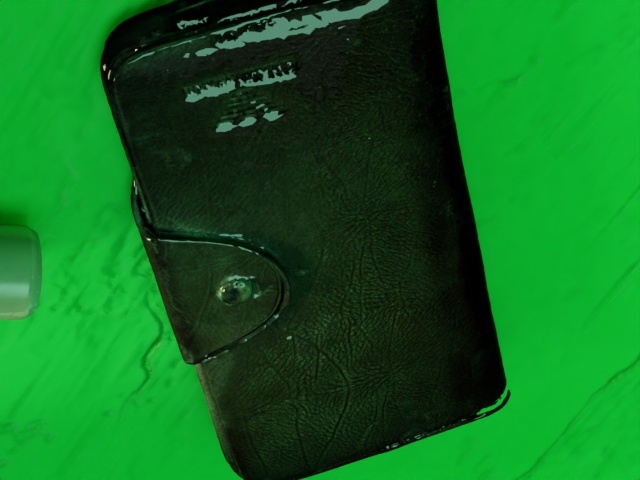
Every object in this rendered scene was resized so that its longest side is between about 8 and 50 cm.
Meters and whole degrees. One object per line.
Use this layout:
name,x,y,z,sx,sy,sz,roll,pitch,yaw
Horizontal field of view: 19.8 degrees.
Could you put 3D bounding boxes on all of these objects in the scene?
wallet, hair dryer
wallet,0.000,0.000,0.936,0.172,0.045,0.318,-19,133,-5
hair dryer,-0.168,-0.023,0.859,0.082,0.047,0.137,1,123,-22
